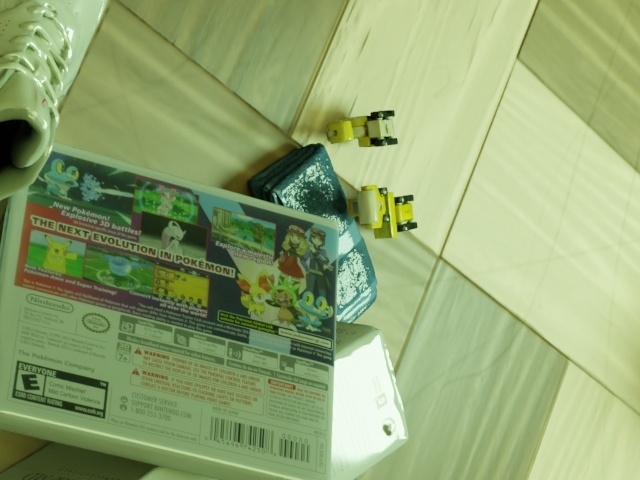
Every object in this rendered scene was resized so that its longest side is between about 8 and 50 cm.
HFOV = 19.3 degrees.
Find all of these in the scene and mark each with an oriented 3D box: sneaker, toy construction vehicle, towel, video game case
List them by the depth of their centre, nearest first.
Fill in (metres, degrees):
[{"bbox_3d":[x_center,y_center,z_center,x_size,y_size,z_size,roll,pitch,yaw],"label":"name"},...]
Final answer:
[{"bbox_3d":[-0.168,-0.077,1.016,0.090,0.115,0.232,47,61,-34],"label":"sneaker"},{"bbox_3d":[-0.086,0.043,1.064,0.201,0.023,0.183,15,54,-18],"label":"video game case"},{"bbox_3d":[0.000,0.000,1.238,0.067,0.029,0.119,-39,116,-36],"label":"towel"},{"bbox_3d":[0.031,-0.042,1.251,0.098,0.035,0.086,-19,102,-70],"label":"toy construction vehicle"}]

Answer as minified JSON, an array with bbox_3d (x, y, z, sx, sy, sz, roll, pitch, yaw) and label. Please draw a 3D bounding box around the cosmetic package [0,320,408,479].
[{"bbox_3d":[-0.069,0.130,1.119,0.231,0.117,0.085,-29,110,-40],"label":"cosmetic package"}]
